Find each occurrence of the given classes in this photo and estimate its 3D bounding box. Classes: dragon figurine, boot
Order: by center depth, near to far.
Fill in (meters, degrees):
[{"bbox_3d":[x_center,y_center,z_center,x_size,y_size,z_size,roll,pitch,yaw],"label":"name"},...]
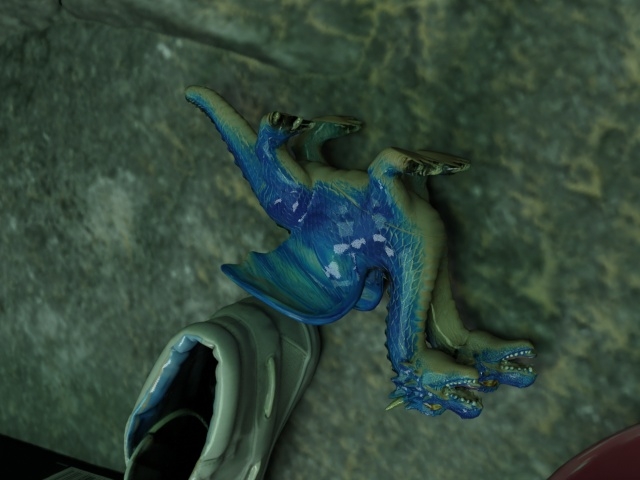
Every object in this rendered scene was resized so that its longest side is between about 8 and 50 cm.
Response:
[{"bbox_3d":[0.000,0.000,0.564,0.289,0.085,0.144,23,105,23],"label":"dragon figurine"},{"bbox_3d":[-0.091,0.154,0.607,0.095,0.123,0.258,26,107,24],"label":"boot"}]

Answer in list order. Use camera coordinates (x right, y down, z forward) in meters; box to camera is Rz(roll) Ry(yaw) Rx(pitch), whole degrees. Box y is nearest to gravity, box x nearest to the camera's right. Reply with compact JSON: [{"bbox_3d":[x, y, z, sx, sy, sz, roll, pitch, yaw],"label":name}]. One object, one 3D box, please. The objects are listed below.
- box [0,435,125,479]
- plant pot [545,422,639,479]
[{"bbox_3d":[-0.281,0.256,0.736,0.261,0.103,0.185,9,102,27],"label":"box"},{"bbox_3d":[0.208,0.198,0.425,0.201,0.201,0.180,-13,105,29],"label":"plant pot"}]
